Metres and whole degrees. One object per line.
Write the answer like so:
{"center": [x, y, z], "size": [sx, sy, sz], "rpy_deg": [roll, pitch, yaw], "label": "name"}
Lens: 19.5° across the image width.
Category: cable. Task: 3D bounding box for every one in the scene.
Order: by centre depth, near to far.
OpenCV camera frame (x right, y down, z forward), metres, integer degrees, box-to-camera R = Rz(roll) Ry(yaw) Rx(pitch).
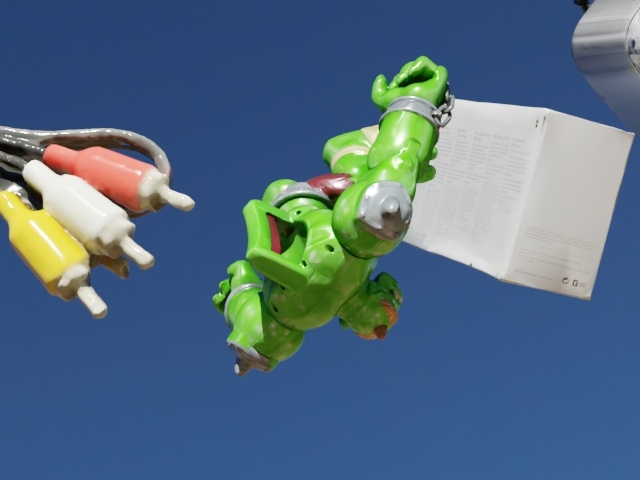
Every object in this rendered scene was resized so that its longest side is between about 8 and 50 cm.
{"center": [-0.212, -0.063, 1.233], "size": [0.139, 0.287, 0.072], "rpy_deg": [-51, -15, -27], "label": "cable"}

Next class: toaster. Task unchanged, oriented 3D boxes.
{"center": [0.277, -0.125, 1.302], "size": [0.129, 0.227, 0.146], "rpy_deg": [-48, 9, -3], "label": "toaster"}

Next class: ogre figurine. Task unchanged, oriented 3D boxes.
{"center": [0.000, 0.000, 1.009], "size": [0.197, 0.118, 0.097], "rpy_deg": [-28, -64, 22], "label": "ogre figurine"}

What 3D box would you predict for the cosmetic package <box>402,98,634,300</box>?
{"center": [0.108, -0.031, 1.120], "size": [0.060, 0.099, 0.239], "rpy_deg": [12, 4, -14], "label": "cosmetic package"}
